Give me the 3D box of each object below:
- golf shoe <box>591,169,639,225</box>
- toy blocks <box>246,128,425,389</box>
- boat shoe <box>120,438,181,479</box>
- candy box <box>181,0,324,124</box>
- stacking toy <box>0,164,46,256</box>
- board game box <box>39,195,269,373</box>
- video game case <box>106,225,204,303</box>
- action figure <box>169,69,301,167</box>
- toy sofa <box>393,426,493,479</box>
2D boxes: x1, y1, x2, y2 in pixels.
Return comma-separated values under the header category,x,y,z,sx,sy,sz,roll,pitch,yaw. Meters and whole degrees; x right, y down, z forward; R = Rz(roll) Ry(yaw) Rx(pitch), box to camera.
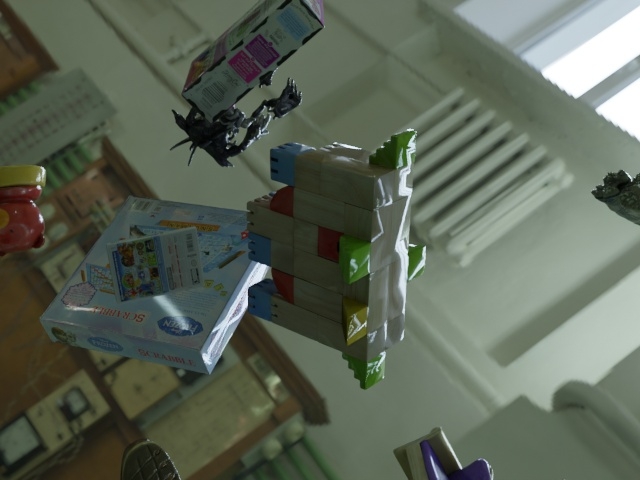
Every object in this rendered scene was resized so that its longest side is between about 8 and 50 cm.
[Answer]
category,x,y,z,sx,sy,sz,roll,pitch,yaw
golf shoe,0.486,-0.057,1.470,0.086,0.069,0.176,44,1,-14
toy blocks,0.000,0.000,1.481,0.260,0.190,0.382,19,-61,35
boat shoe,-0.179,0.285,1.043,0.060,0.064,0.178,29,-43,56
candy box,-0.102,-0.300,1.502,0.071,0.233,0.159,44,20,-22
stacking toy,-0.604,-0.025,1.514,0.279,0.308,0.130,1,77,-65
board game box,-0.266,0.065,1.690,0.318,0.318,0.066,8,-43,24
video game case,-0.223,0.033,1.324,0.011,0.122,0.087,-135,-144,-65
action figure,-0.160,-0.240,1.826,0.275,0.141,0.164,-27,-64,35
toy sofa,0.278,0.545,1.974,0.150,0.177,0.362,60,9,-26
